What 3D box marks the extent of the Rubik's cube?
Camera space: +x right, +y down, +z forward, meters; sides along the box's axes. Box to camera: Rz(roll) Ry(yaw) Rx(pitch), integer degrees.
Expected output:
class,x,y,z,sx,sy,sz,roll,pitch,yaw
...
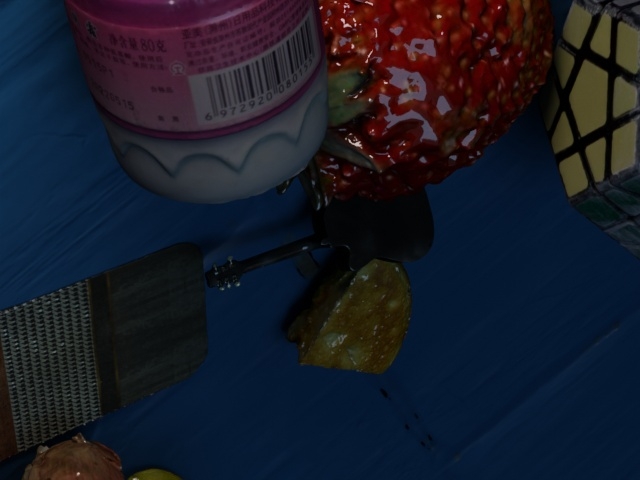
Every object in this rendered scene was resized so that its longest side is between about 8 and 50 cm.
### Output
class,x,y,z,sx,sy,sz,roll,pitch,yaw
Rubik's cube,0.353,-0.122,1.504,0.319,0.319,0.264,-50,179,7

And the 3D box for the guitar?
class,x,y,z,sx,sy,sz,roll,pitch,yaw
guitar,0.000,0.000,1.475,0.233,0.025,0.088,-19,97,-31

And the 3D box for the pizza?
class,x,y,z,sx,sy,sz,roll,pitch,yaw
pizza,0.025,0.066,1.581,0.134,0.046,0.175,-22,136,-27

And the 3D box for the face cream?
class,x,y,z,sx,sy,sz,roll,pitch,yaw
face cream,-0.085,-0.149,1.186,0.175,0.175,0.195,-28,138,-19

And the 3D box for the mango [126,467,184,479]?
class,x,y,z,sx,sy,sz,roll,pitch,yaw
mango,-0.146,0.287,1.623,0.101,0.066,0.188,-28,130,-20

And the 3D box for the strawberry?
class,x,y,z,sx,sy,sz,roll,pitch,yaw
strawberry,0.109,-0.142,1.398,0.306,0.138,0.233,-21,135,-24

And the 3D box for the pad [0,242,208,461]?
class,x,y,z,sx,sy,sz,roll,pitch,yaw
pad,-0.190,0.055,1.374,0.250,0.055,0.323,-22,154,-24

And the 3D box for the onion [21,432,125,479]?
class,x,y,z,sx,sy,sz,roll,pitch,yaw
onion,-0.185,0.373,1.449,0.353,0.353,0.354,-24,137,-24
